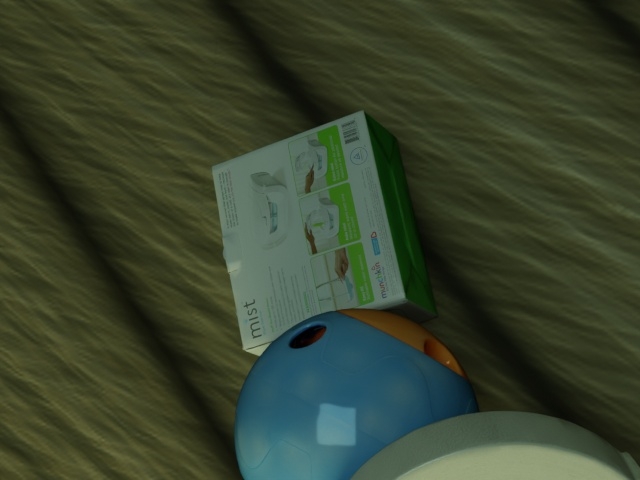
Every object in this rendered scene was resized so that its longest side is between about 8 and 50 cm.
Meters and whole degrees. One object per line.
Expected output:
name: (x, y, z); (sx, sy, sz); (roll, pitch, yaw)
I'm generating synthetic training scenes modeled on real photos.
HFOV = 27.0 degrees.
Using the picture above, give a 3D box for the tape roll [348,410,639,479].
tape roll: (0.186, 0.362, 1.426); (0.392, 0.392, 0.072); (-38, 20, 11)

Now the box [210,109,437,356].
box: (0.000, 0.000, 1.723); (0.231, 0.127, 0.262); (-20, 69, 20)

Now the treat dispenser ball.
treat dispenser ball: (0.044, 0.222, 1.550); (0.288, 0.288, 0.288); (-7, 73, 23)
